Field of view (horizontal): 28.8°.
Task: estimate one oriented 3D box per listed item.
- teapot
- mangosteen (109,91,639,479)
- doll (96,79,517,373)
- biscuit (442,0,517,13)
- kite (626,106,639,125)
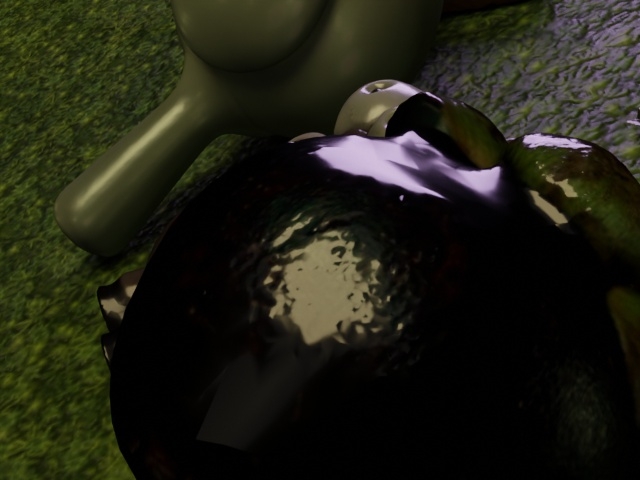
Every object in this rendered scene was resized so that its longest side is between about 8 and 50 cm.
[{"bbox_3d":[-0.042,-0.125,0.864,0.220,0.149,0.318,14,90,37],"label":"teapot"},{"bbox_3d":[0.038,0.051,0.515,0.243,0.243,0.243,-20,36,15],"label":"mangosteen"},{"bbox_3d":[-0.001,0.002,0.696,0.257,0.117,0.182,-31,30,3],"label":"doll"},{"bbox_3d":[0.043,-0.217,1.004,0.306,0.043,0.284,-32,35,-3],"label":"biscuit"},{"bbox_3d":[0.287,-0.104,0.712,0.229,0.012,0.250,-17,36,12],"label":"kite"}]
